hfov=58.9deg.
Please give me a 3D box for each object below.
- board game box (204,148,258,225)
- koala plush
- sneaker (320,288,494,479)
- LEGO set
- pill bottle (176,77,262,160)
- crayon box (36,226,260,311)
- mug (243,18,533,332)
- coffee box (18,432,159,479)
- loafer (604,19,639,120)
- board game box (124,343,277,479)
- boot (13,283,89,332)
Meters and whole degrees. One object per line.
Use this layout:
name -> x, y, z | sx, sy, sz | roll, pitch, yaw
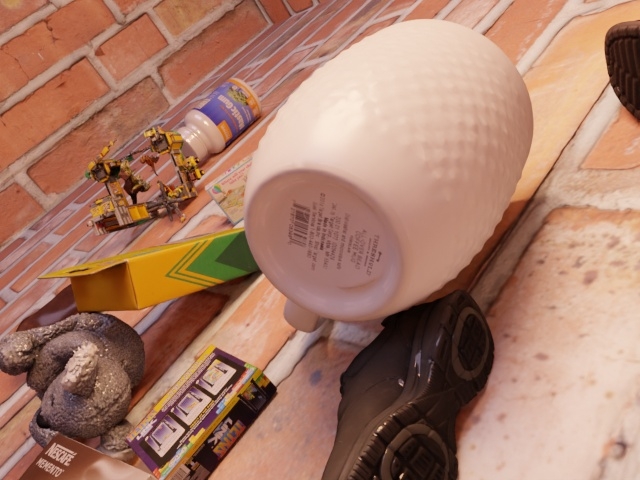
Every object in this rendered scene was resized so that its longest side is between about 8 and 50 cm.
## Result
board game box -> -0.155, -0.117, 1.218 | 0.154, 0.103, 0.026 | -35, 27, 0
koala plush -> -0.335, 0.209, 0.819 | 0.203, 0.196, 0.221 | -25, 17, -26
sneaker -> 0.065, 0.167, 0.536 | 0.130, 0.109, 0.286 | -17, 23, 44
LEGO set -> -0.495, -0.149, 1.488 | 0.331, 0.255, 0.192 | -11, 7, 20
pill bottle -> -0.321, -0.366, 1.753 | 0.272, 0.152, 0.152 | -49, 30, -23
crayon box -> -0.269, 0.051, 0.948 | 0.202, 0.081, 0.318 | -7, 7, 44
mug -> 0.056, -0.039, 0.667 | 0.328, 0.276, 0.374 | -49, -13, -49
coffee box -> -0.266, 0.324, 0.642 | 0.246, 0.098, 0.141 | -4, 40, 45
loafer -> 0.472, -0.187, 0.614 | 0.130, 0.134, 0.366 | -28, 31, -7
board game box -> -0.156, 0.226, 0.732 | 0.170, 0.048, 0.141 | -48, 27, -22
boot -> -0.553, 0.156, 1.248 | 0.207, 0.090, 0.248 | -30, 24, 15
